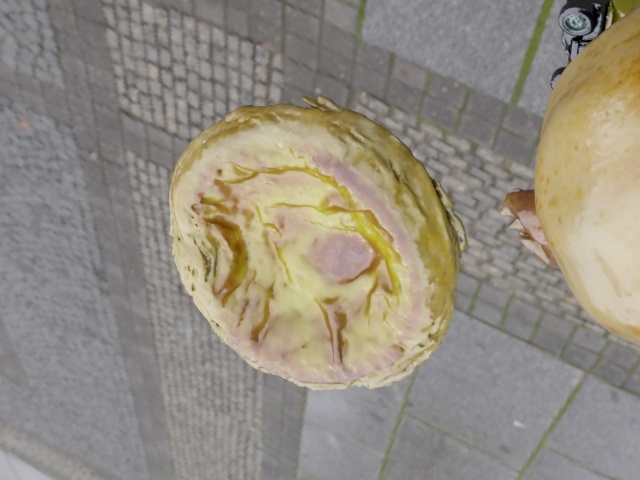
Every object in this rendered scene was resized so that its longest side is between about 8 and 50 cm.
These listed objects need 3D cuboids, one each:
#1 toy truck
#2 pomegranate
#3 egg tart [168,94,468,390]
[{"bbox_3d":[0.167,-0.118,0.610,0.054,0.049,0.083,11,147,14],"label":"toy truck"},{"bbox_3d":[0.207,-0.029,0.514,0.207,0.207,0.207,23,149,15],"label":"pomegranate"},{"bbox_3d":[0.000,0.000,0.927,0.295,0.116,0.294,13,123,21],"label":"egg tart"}]
